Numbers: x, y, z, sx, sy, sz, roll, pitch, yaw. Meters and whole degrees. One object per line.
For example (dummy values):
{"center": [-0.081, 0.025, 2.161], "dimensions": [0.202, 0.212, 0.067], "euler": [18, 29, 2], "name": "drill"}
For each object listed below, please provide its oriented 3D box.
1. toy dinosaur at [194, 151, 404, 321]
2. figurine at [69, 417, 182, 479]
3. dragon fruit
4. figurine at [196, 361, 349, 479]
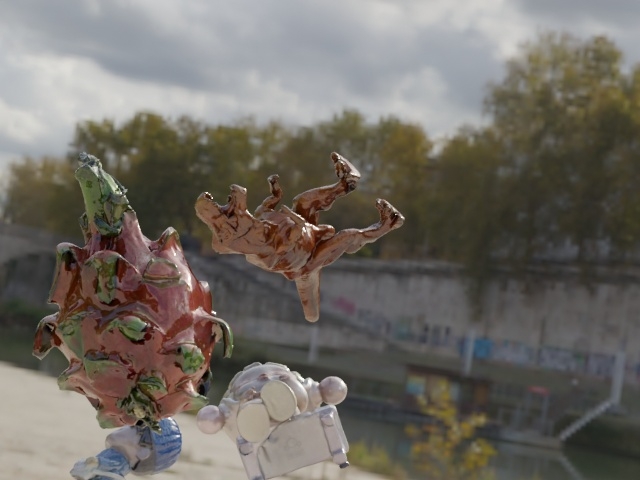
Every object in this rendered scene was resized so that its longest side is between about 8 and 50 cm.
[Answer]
{"center": [0.000, 0.000, 1.728], "dimensions": [0.208, 0.097, 0.432], "euler": [-36, -31, 8], "name": "toy dinosaur"}
{"center": [-0.212, 0.232, 1.448], "dimensions": [0.087, 0.149, 0.086], "euler": [43, -31, 3], "name": "figurine"}
{"center": [-0.163, 0.043, 1.114], "dimensions": [0.137, 0.236, 0.135], "euler": [-35, -11, 34], "name": "dragon fruit"}
{"center": [-0.052, 0.227, 1.771], "dimensions": [0.144, 0.182, 0.257], "euler": [52, 1, -10], "name": "figurine"}
